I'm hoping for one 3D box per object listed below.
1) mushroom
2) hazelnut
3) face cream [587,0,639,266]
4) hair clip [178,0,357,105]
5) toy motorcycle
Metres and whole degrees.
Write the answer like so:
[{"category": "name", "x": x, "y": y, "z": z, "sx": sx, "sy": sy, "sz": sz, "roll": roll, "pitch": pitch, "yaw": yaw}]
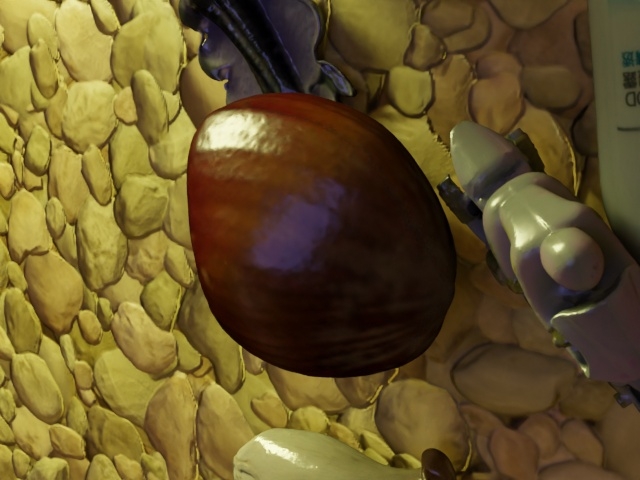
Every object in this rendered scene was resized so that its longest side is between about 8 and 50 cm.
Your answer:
[{"category": "mushroom", "x": 0.021, "y": 0.208, "z": 0.777, "sx": 0.212, "sy": 0.088, "sz": 0.097, "roll": -2, "pitch": 69, "yaw": 30}, {"category": "hazelnut", "x": 0.002, "y": -0.002, "z": 0.684, "sx": 0.181, "sy": 0.181, "sz": 0.212, "roll": -8, "pitch": 128, "yaw": 5}, {"category": "face cream", "x": 0.240, "y": -0.052, "z": 0.552, "sx": 0.163, "sy": 0.080, "sz": 0.336, "roll": 2, "pitch": 103, "yaw": 39}, {"category": "hair clip", "x": -0.048, "y": -0.146, "z": 0.753, "sx": 0.124, "sy": 0.052, "sz": 0.195, "roll": -39, "pitch": 84, "yaw": 42}, {"category": "toy motorcycle", "x": 0.147, "y": 0.014, "z": 0.579, "sx": 0.073, "sy": 0.152, "sz": 0.225, "roll": -35, "pitch": 62, "yaw": 5}]
